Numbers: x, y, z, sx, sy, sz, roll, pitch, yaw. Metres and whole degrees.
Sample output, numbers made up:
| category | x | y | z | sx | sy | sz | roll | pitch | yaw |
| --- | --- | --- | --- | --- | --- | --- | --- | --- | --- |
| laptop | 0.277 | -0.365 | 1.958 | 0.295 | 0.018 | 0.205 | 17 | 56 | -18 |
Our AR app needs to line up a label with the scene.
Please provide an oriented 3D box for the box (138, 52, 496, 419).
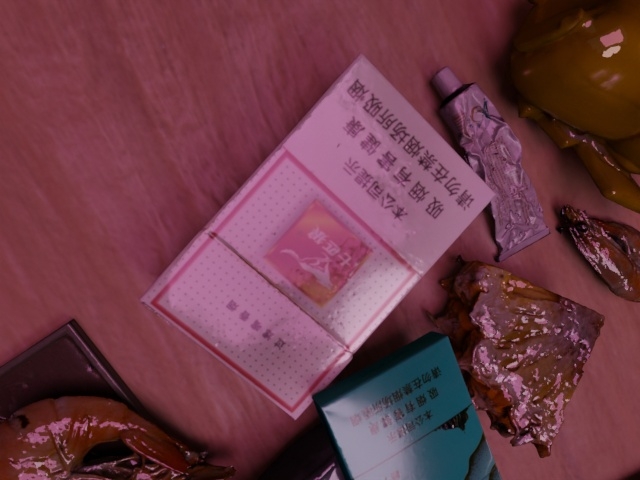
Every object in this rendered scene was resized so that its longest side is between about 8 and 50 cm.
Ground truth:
| category | x | y | z | sx | sy | sz | roll | pitch | yaw |
| --- | --- | --- | --- | --- | --- | --- | --- | --- | --- |
| box | 0.000 | 0.000 | 0.477 | 0.210 | 0.095 | 0.330 | 42 | 91 | -11 |

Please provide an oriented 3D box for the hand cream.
| category | x | y | z | sx | sy | sz | roll | pitch | yaw |
| --- | --- | --- | --- | --- | --- | --- | --- | --- | --- |
| hand cream | 0.208 | -0.094 | 0.523 | 0.084 | 0.050 | 0.257 | -32 | 104 | -7 |

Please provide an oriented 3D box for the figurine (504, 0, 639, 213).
| category | x | y | z | sx | sy | sz | roll | pitch | yaw |
| --- | --- | --- | --- | --- | --- | --- | --- | --- | --- |
| figurine | 0.352 | -0.156 | 0.474 | 0.326 | 0.169 | 0.218 | 29 | 69 | -5 |

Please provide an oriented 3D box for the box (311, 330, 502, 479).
| category | x | y | z | sx | sy | sz | roll | pitch | yaw |
| --- | --- | --- | --- | --- | --- | --- | --- | --- | --- |
| box | 0.106 | 0.236 | 0.464 | 0.160 | 0.042 | 0.227 | -23 | 95 | -16 |

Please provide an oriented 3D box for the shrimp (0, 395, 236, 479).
| category | x | y | z | sx | sy | sz | roll | pitch | yaw |
| --- | --- | --- | --- | --- | --- | --- | --- | --- | --- |
| shrimp | -0.227 | 0.246 | 0.472 | 0.267 | 0.061 | 0.146 | 9 | 87 | -7 |

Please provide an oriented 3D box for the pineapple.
| category | x | y | z | sx | sy | sz | roll | pitch | yaw |
| --- | --- | --- | --- | --- | --- | --- | --- | --- | --- |
| pineapple | 0.239 | 0.125 | 0.522 | 0.186 | 0.114 | 0.237 | -14 | 96 | -7 |

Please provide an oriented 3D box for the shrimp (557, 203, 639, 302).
| category | x | y | z | sx | sy | sz | roll | pitch | yaw |
| --- | --- | --- | --- | --- | --- | --- | --- | --- | --- |
| shrimp | 0.386 | 0.011 | 0.570 | 0.190 | 0.042 | 0.101 | 34 | 70 | -11 |

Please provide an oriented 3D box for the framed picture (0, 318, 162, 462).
| category | x | y | z | sx | sy | sz | roll | pitch | yaw |
| --- | --- | --- | --- | --- | --- | --- | --- | --- | --- |
| framed picture | -0.289 | 0.250 | 0.499 | 0.192 | 0.018 | 0.265 | -32 | 102 | -4 |

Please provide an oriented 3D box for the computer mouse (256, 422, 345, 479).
| category | x | y | z | sx | sy | sz | roll | pitch | yaw |
| --- | --- | --- | --- | --- | --- | --- | --- | --- | --- |
| computer mouse | -0.008 | 0.339 | 0.504 | 0.371 | 0.122 | 0.188 | -39 | 100 | -12 |
